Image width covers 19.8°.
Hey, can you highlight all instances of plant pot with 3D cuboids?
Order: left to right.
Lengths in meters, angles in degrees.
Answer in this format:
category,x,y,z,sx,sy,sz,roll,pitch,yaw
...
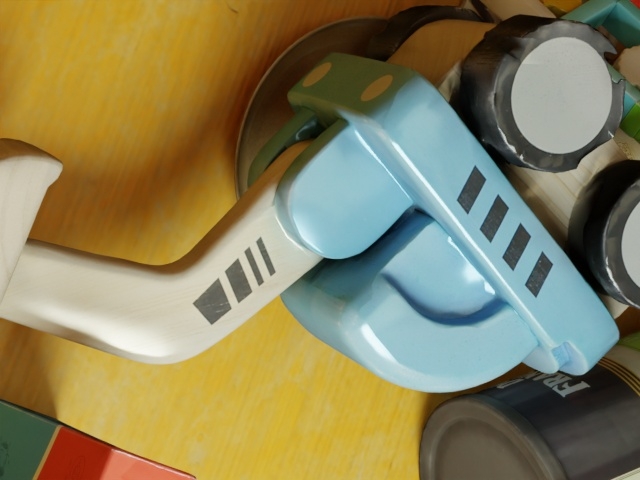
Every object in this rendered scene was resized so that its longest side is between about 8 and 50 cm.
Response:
category,x,y,z,sx,sy,sz,roll,pitch,yaw
plant pot,0.031,-0.057,1.437,0.236,0.032,0.236,-3,96,-30

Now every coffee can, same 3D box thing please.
category,x,y,z,sx,sy,sz,roll,pitch,yaw
coffee can,0.248,0.182,1.488,0.275,0.201,0.201,-17,103,-29

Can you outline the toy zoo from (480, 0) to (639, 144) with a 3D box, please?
category,x,y,z,sx,sy,sz,roll,pitch,yaw
toy zoo,0.229,-0.183,1.437,0.293,0.030,0.192,45,46,13

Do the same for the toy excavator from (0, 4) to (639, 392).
category,x,y,z,sx,sy,sz,roll,pitch,yaw
toy excavator,0.000,0.000,1.301,0.445,0.222,0.433,-45,114,-10

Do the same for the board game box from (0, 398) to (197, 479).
category,x,y,z,sx,sy,sz,roll,pitch,yaw
board game box,-0.211,0.273,1.202,0.064,0.242,0.316,25,81,-28

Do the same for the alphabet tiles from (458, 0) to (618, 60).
category,x,y,z,sx,sy,sz,roll,pitch,yaw
alphabet tiles,0.201,-0.264,1.532,0.198,0.009,0.237,28,80,-30

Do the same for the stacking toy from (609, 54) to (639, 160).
category,x,y,z,sx,sy,sz,roll,pitch,yaw
stacking toy,0.367,-0.153,1.575,0.330,0.141,0.141,-34,110,-28
